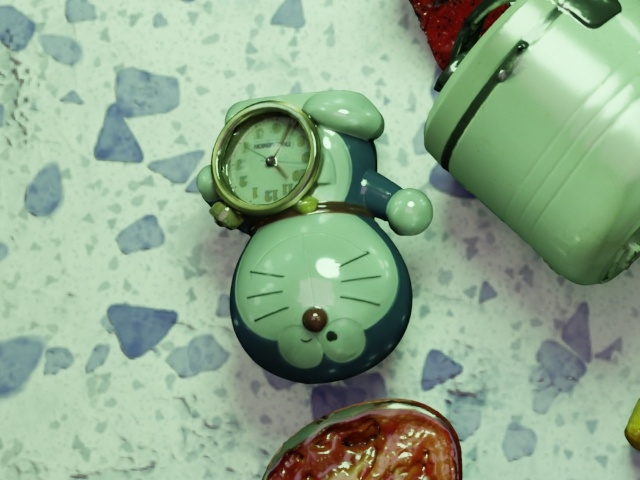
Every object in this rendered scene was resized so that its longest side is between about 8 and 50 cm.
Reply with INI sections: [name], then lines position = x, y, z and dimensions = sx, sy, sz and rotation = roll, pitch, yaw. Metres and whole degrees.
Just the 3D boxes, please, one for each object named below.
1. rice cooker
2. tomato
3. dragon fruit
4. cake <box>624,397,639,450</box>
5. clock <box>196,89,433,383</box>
[rice cooker]
position = 0.211, -0.100, 1.494
dimensions = 0.244, 0.226, 0.226
rotation = 40, 91, 12
[tomato]
position = 0.033, 0.215, 1.544
dimensions = 0.174, 0.082, 0.166
rotation = 1, 86, 6
[dragon fruit]
position = 0.117, -0.232, 1.588
dimensions = 0.102, 0.096, 0.147
rotation = -12, 123, 13
[cake]
position = 0.291, 0.161, 1.505
dimensions = 0.084, 0.084, 0.044
rotation = 21, 84, 13
[clock]
position = 0.000, 0.000, 1.551
dimensions = 0.199, 0.146, 0.243
rotation = -7, 77, 15
